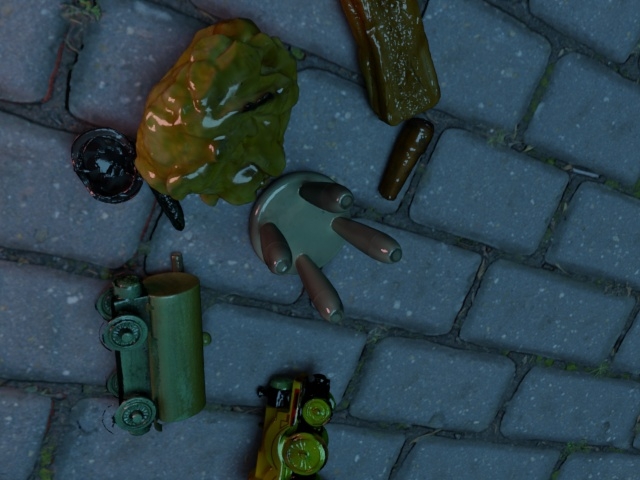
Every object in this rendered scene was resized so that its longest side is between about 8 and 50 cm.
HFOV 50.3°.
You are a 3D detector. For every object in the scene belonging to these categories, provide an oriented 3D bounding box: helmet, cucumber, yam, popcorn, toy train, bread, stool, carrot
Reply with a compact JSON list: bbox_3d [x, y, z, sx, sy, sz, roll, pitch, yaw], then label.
[{"bbox_3d":[-0.322,-0.120,1.042,0.098,0.070,0.123,-22,112,-3],"label":"helmet"},{"bbox_3d":[-0.253,-0.071,1.115,0.032,0.032,0.133,-30,119,-11],"label":"cucumber"},{"bbox_3d":[-0.245,0.076,1.186,0.021,0.021,0.116,-9,113,-21],"label":"yam"},{"bbox_3d":[-0.149,-0.182,1.012,0.286,0.215,0.252,-48,154,-4],"label":"popcorn"},{"bbox_3d":[-0.276,0.196,1.149,0.190,0.126,0.307,-4,114,-13],"label":"toy train"},{"bbox_3d":[0.123,-0.337,1.150,0.139,0.077,0.271,-31,121,-14],"label":"bread"},{"bbox_3d":[0.000,0.000,1.163,0.195,0.199,0.195,-46,123,-2],"label":"stool"},{"bbox_3d":[0.155,-0.151,1.258,0.055,0.055,0.161,18,110,-29],"label":"carrot"},{"bbox_3d":[-0.058,0.400,1.326,0.161,0.100,0.296,9,91,8],"label":"toy train"}]
